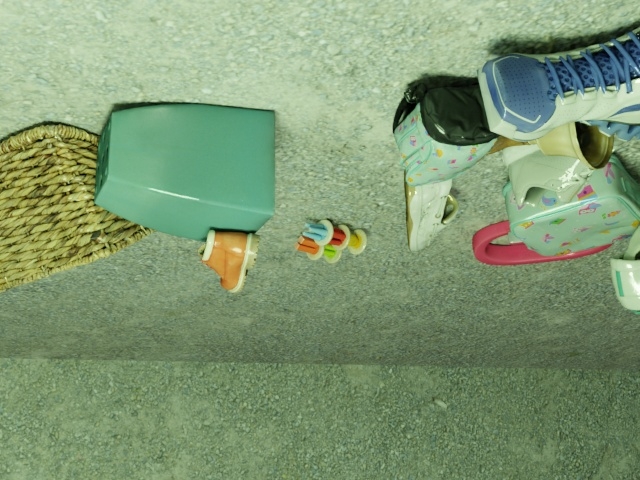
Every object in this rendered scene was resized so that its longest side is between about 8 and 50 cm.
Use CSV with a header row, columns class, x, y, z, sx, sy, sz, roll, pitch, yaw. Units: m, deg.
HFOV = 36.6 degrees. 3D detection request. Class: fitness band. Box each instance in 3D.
class,x,y,z,sx,sy,sz,roll,pitch,yaw
fitness band,0.466,-0.001,2.036,0.291,0.054,0.209,-5,164,6

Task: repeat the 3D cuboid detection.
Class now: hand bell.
class,x,y,z,sx,sy,sz,roll,pitch,yaw
hand bell,0.309,-0.159,1.484,0.242,0.126,0.126,-4,166,42

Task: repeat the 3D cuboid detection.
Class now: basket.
class,x,y,z,sx,sy,sz,roll,pitch,yaw
basket,-0.420,-0.073,1.556,0.299,0.223,0.213,-17,-169,34

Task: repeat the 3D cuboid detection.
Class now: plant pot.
class,x,y,z,sx,sy,sz,roll,pitch,yaw
plant pot,-0.204,-0.101,1.418,0.234,0.165,0.165,7,159,-22

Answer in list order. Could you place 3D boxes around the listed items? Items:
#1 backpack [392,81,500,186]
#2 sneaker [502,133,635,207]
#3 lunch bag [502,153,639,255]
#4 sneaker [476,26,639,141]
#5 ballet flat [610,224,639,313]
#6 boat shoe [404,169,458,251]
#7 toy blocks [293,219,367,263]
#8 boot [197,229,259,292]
class,x,y,z,sx,sy,sz,roll,pitch,yaw
backpack,0.176,-0.154,1.410,0.152,0.115,0.182,0,164,-20
sneaker,0.413,-0.126,1.533,0.099,0.121,0.262,11,156,-40
lunch bag,0.469,-0.062,1.754,0.224,0.108,0.279,-20,159,25
sneaker,0.372,-0.222,1.264,0.315,0.127,0.182,-2,159,-27
ballet flat,0.676,-0.029,1.751,0.400,0.139,0.139,-37,169,-17
boat shoe,0.202,-0.050,1.748,0.096,0.098,0.277,-5,160,4
toy blocks,0.000,0.000,1.922,0.123,0.054,0.148,-21,155,40
boot,-0.146,0.029,1.466,0.085,0.059,0.158,9,150,-10
